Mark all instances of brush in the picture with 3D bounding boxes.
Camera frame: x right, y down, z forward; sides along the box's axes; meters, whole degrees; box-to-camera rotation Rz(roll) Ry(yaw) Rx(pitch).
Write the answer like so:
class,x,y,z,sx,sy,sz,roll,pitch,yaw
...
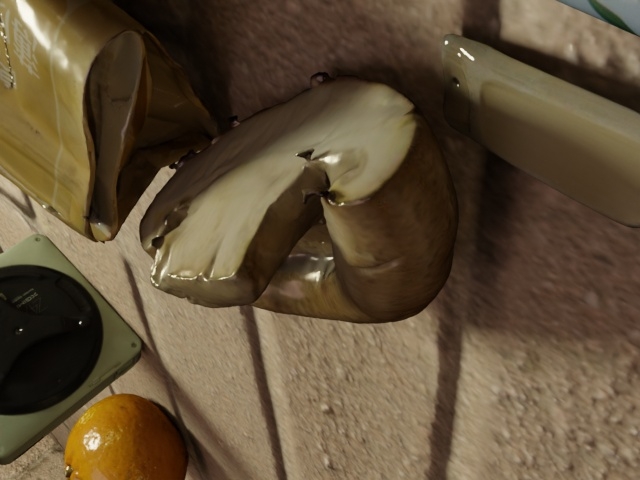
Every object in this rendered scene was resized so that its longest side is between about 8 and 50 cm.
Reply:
class,x,y,z,sx,sy,sz,roll,pitch,yaw
brush,0.177,-0.018,0.337,0.321,0.050,0.060,37,152,38

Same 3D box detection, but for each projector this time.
class,x,y,z,sx,sy,sz,roll,pitch,yaw
projector,-0.438,0.147,1.167,0.259,0.257,0.079,44,151,12

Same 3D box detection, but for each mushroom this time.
class,x,y,z,sx,sy,sz,roll,pitch,yaw
mushroom,0.000,0.000,0.515,0.151,0.156,0.285,42,154,-26

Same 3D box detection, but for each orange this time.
class,x,y,z,sx,sy,sz,roll,pitch,yaw
orange,-0.327,0.367,1.346,0.219,0.193,0.219,55,163,26

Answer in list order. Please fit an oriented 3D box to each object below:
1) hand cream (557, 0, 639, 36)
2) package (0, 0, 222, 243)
class,x,y,z,sx,sy,sz,roll,pitch,yaw
hand cream,0.165,-0.083,0.279,0.256,0.055,0.088,42,146,29
package,-0.250,-0.142,0.600,0.311,0.165,0.221,39,176,15
